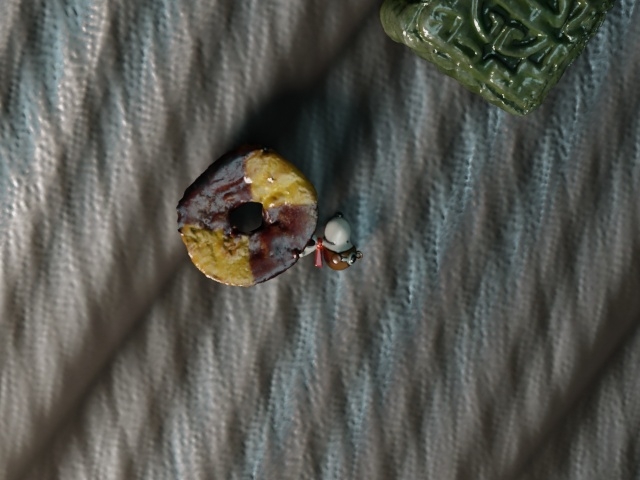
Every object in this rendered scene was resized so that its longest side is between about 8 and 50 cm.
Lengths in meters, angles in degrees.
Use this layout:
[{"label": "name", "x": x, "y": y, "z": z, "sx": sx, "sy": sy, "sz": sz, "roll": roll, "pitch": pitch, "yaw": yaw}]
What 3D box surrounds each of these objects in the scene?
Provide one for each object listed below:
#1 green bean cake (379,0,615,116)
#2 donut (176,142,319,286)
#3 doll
[{"label": "green bean cake", "x": 0.180, "y": -0.235, "z": 1.607, "sx": 0.185, "sy": 0.094, "sz": 0.183, "roll": 32, "pitch": 95, "yaw": -23}, {"label": "donut", "x": -0.070, "y": -0.024, "z": 1.608, "sx": 0.140, "sy": 0.059, "sz": 0.140, "roll": 0, "pitch": 88, "yaw": 1}, {"label": "doll", "x": -0.002, "y": 0.006, "z": 1.655, "sx": 0.085, "sy": 0.040, "sz": 0.058, "roll": -15, "pitch": 95, "yaw": -13}]
